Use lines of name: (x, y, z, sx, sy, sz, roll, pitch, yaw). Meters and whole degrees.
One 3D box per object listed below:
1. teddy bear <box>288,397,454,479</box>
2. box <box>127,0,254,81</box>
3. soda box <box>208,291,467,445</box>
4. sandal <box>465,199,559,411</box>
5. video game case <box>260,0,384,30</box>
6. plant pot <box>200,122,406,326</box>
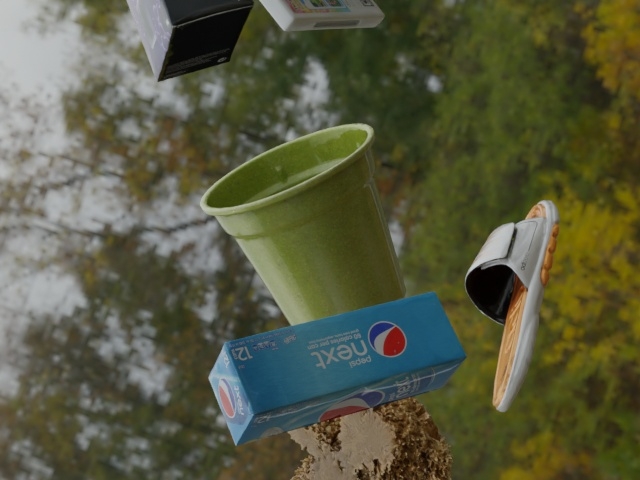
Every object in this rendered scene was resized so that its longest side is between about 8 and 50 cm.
teddy bear: (0.042, 0.296, 1.742, 0.113, 0.245, 0.338, -15, -49, -44)
box: (-0.176, -0.338, 1.620, 0.184, 0.103, 0.261, 135, 115, -70)
soda box: (0.015, 0.110, 1.246, 0.210, 0.071, 0.067, -13, -27, -25)
sandal: (0.186, 0.051, 1.463, 0.102, 0.076, 0.265, 109, 179, -48)
video game case: (-0.032, -0.239, 1.204, 0.019, 0.157, 0.143, -46, -17, 31)
plant pot: (0.000, 0.000, 2.118, 0.254, 0.276, 0.276, 65, -151, -17)
